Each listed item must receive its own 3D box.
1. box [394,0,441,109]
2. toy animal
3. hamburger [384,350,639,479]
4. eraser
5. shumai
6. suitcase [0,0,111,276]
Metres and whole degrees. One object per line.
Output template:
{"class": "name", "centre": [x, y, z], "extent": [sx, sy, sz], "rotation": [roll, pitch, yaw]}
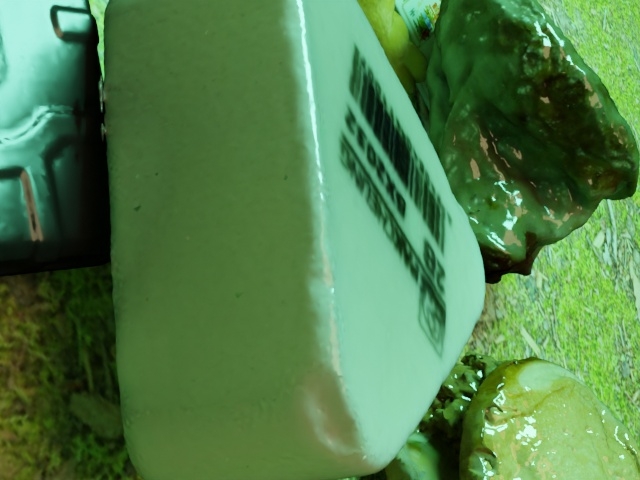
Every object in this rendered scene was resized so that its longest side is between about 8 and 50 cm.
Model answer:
{"class": "box", "centre": [0.099, -0.240, 1.031], "extent": [0.220, 0.032, 0.122], "rotation": [59, 41, -20]}
{"class": "toy animal", "centre": [0.044, -0.191, 0.928], "extent": [0.159, 0.083, 0.070], "rotation": [45, 9, -43]}
{"class": "hamburger", "centre": [0.163, 0.215, 0.821], "extent": [0.286, 0.146, 0.243], "rotation": [45, 33, -8]}
{"class": "eraser", "centre": [0.000, 0.000, 0.677], "extent": [0.331, 0.150, 0.331], "rotation": [-14, 90, -70]}
{"class": "shumai", "centre": [0.147, -0.105, 0.941], "extent": [0.271, 0.204, 0.222], "rotation": [61, 4, 23]}
{"class": "suitcase", "centre": [-0.214, -0.118, 0.568], "extent": [0.206, 0.066, 0.285], "rotation": [-5, 82, -53]}
